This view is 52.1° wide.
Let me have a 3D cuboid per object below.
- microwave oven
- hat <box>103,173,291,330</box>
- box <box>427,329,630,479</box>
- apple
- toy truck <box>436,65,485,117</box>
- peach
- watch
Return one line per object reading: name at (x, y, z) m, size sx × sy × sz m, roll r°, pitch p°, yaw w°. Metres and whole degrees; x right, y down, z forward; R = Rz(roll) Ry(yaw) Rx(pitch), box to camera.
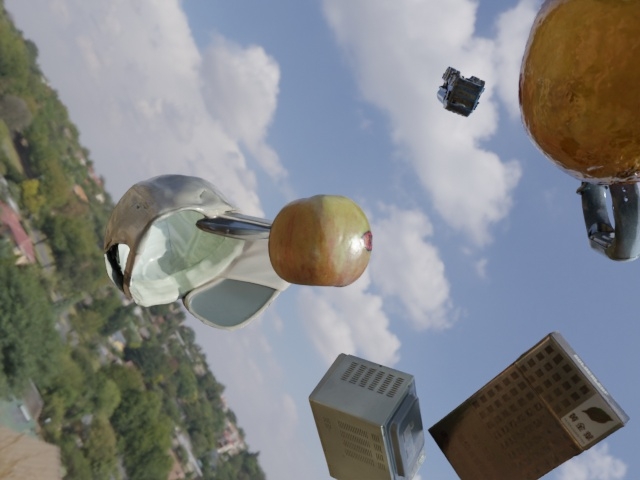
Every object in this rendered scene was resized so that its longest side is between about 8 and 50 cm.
microwave oven at (0.103, 0.363, 1.265) m, size 0.193 × 0.145 × 0.241 m, roll 10°, pitch -50°, yaw 30°
hat at (-0.141, 0.001, 0.864) m, size 0.232 × 0.275 × 0.161 m, roll 114°, pitch -24°, yaw -54°
box at (0.349, 0.323, 1.149) m, size 0.325 × 0.047 × 0.180 m, roll -50°, pitch -118°, yaw 32°
apple at (0.000, 0.000, 0.508) m, size 0.084 × 0.083 × 0.071 m, roll 177°, pitch -82°, yaw -75°
toy truck at (0.290, -0.316, 1.396) m, size 0.074 × 0.088 × 0.202 m, roll 21°, pitch 18°, yaw -4°
peach at (0.483, -0.276, 1.038) m, size 0.372 × 0.289 × 0.373 m, roll -173°, pitch -90°, yaw -69°
watch at (0.551, -0.065, 1.251) m, size 0.206 × 0.068 × 0.193 m, roll -72°, pitch 152°, yaw -77°
